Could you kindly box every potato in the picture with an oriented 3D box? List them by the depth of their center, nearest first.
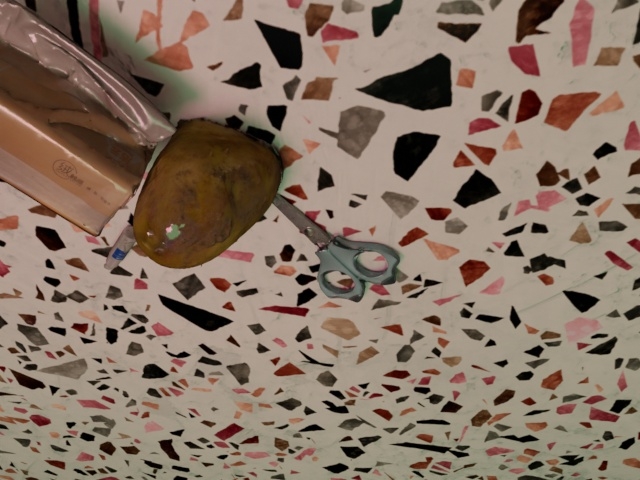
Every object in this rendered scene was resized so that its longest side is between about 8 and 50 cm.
[{"bbox_3d":[-0.198,-0.061,0.967,0.230,0.266,0.229,7,128,9],"label":"potato"}]

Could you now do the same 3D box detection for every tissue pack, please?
[{"bbox_3d":[-0.392,-0.199,0.902,0.306,0.238,0.239,37,127,-24],"label":"tissue pack"}]

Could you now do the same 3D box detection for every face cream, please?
[{"bbox_3d":[-0.417,0.020,1.231,0.034,0.034,0.130,30,129,-20],"label":"face cream"}]

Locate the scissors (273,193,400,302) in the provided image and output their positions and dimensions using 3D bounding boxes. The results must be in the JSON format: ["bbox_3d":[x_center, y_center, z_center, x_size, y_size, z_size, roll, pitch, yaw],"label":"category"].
[{"bbox_3d":[0.000,0.001,1.167,0.191,0.029,0.360,-30,124,31],"label":"scissors"}]
